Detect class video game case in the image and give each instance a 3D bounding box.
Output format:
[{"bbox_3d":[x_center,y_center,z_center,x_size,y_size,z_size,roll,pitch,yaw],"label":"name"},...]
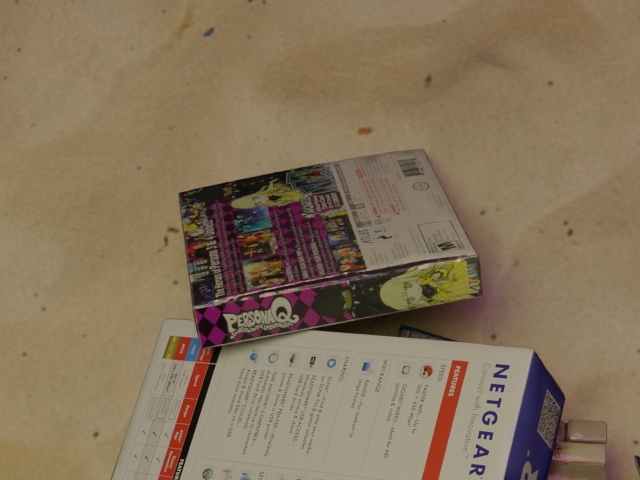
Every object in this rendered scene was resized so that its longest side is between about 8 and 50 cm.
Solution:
[{"bbox_3d":[0.000,0.000,1.347,0.210,0.041,0.232,-10,23,-4],"label":"video game case"}]

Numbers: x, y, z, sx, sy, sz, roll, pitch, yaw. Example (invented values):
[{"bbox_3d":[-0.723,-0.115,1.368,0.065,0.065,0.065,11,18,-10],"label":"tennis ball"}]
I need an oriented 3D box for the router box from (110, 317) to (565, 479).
[{"bbox_3d":[-0.015,0.228,1.208,0.301,0.082,0.335,4,63,28],"label":"router box"}]

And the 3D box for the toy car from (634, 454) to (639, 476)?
[{"bbox_3d":[0.279,0.234,1.227,0.149,0.155,0.188,-41,33,23],"label":"toy car"}]

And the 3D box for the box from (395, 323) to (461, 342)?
[{"bbox_3d":[0.059,0.154,1.322,0.054,0.059,0.169,16,63,14],"label":"box"}]

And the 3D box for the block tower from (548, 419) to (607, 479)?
[{"bbox_3d":[0.154,0.297,1.223,0.091,0.097,0.335,2,60,4],"label":"block tower"}]
